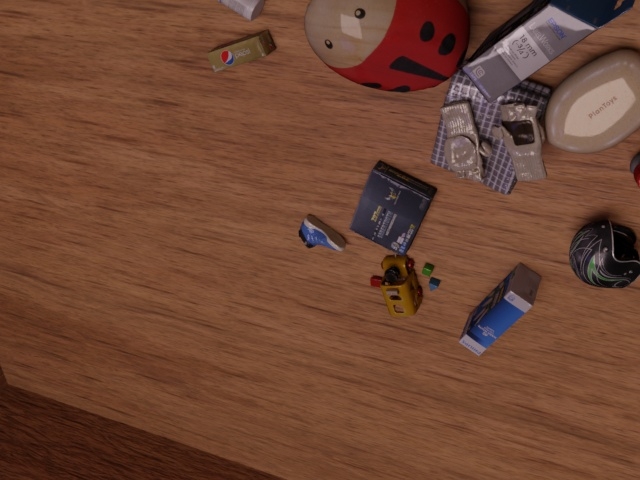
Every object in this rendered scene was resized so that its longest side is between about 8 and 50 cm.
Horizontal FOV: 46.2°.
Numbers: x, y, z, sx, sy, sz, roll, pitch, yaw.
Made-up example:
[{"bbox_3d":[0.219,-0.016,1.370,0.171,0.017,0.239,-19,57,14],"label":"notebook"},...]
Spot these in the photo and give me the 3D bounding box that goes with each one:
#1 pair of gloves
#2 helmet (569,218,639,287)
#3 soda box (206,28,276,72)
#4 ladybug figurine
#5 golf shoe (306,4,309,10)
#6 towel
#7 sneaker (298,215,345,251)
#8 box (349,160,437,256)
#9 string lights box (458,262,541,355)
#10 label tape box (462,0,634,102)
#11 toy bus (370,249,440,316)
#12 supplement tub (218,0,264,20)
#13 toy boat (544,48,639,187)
[{"bbox_3d":[0.398,-0.226,1.746,0.240,0.042,0.204,4,123,29],"label":"pair of gloves"},{"bbox_3d":[0.697,0.033,1.853,0.161,0.169,0.169,21,133,-9],"label":"helmet"},{"bbox_3d":[-0.213,-0.508,2.011,0.181,0.061,0.058,-9,118,33],"label":"soda box"},{"bbox_3d":[0.169,-0.439,1.631,0.305,0.449,0.162,-41,60,40],"label":"ladybug figurine"},{"bbox_3d":[0.014,-0.511,1.872,0.069,0.086,0.176,-23,108,40],"label":"golf shoe"},{"bbox_3d":[0.404,-0.265,1.819,0.235,0.121,0.283,21,131,15],"label":"towel"},{"bbox_3d":[0.000,0.000,2.270,0.152,0.058,0.084,36,127,6],"label":"sneaker"},{"bbox_3d":[0.199,-0.086,2.101,0.183,0.059,0.232,28,131,9],"label":"box"},{"bbox_3d":[0.501,0.196,2.096,0.077,0.133,0.259,35,132,1],"label":"string lights box"},{"bbox_3d":[0.481,-0.453,1.559,0.106,0.240,0.334,49,130,-9],"label":"label tape box"},{"bbox_3d":[0.228,0.130,2.215,0.202,0.104,0.191,33,132,2],"label":"toy bus"},{"bbox_3d":[-0.205,-0.619,1.919,0.107,0.071,0.071,33,132,3],"label":"supplement tub"},{"bbox_3d":[0.662,-0.254,1.685,0.267,0.148,0.318,-33,99,30],"label":"toy boat"}]
